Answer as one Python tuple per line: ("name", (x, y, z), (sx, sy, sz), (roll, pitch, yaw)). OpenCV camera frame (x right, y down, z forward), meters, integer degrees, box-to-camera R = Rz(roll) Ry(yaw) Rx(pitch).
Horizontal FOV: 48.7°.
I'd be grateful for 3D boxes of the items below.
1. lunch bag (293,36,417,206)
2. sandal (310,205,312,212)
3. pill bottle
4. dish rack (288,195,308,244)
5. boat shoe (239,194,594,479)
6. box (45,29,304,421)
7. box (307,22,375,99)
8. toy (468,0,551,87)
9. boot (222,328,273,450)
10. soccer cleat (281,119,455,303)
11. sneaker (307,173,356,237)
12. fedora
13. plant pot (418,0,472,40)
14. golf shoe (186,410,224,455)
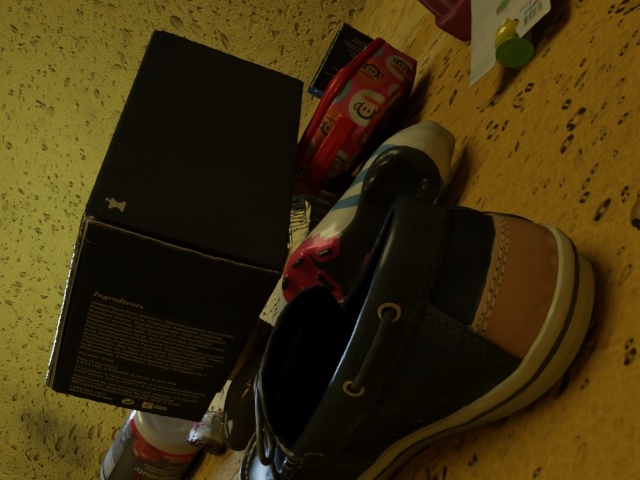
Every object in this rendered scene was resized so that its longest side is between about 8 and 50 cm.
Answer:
("lunch bag", (0.044, -0.194, 1.264), (0.258, 0.120, 0.293), (-54, -2, -45))
("sandal", (0.017, -0.064, 1.410), (0.097, 0.055, 0.254), (117, 163, -44))
("pill bottle", (-0.381, 0.487, 1.578), (0.318, 0.176, 0.176), (-58, 11, 27))
("dish rack", (-0.073, -0.123, 1.685), (0.271, 0.074, 0.208), (-103, 4, -64))
("boat shoe", (0.017, 0.124, 0.626), (0.500, 0.156, 0.186), (-52, 16, 50))
("box", (-0.253, -0.018, 1.257), (0.471, 0.298, 0.479), (119, 162, -44))
("box", (0.076, -0.364, 1.557), (0.158, 0.156, 0.093), (-63, 10, -1))
("toy", (0.241, -0.297, 0.863), (0.137, 0.056, 0.237), (-45, 25, 49))
("boot", (-0.087, 0.213, 1.098), (0.106, 0.082, 0.219), (-53, 12, 53))
("soccer cleat", (0.067, -0.019, 0.918), (0.331, 0.116, 0.143), (-51, 0, 40))
("sneaker", (0.000, 0.000, 1.216), (0.228, 0.086, 0.132), (-68, 8, -23))
("fedora", (-0.135, 0.208, 1.345), (0.194, 0.079, 0.194), (-60, 11, 20))
("plant pot", (0.198, -0.438, 1.083), (0.201, 0.180, 0.201), (-59, 12, 20))
("golf shoe", (-0.219, 0.370, 1.385), (0.086, 0.068, 0.186), (-64, 10, -17))
